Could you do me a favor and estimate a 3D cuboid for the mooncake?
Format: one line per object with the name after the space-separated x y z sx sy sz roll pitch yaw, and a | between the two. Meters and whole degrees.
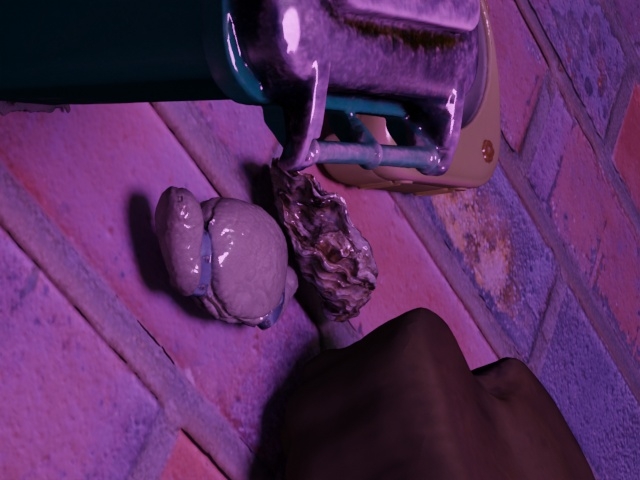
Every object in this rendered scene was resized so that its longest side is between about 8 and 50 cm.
0.121 0.242 1.405 0.351 0.187 0.351 47 23 -27 | mooncake

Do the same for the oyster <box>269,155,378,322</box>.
0.000 0.000 1.392 0.064 0.125 0.177 -31 100 -6 | oyster

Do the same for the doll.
-0.074 0.017 1.300 0.214 0.071 0.103 35 53 -59 | doll

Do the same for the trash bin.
-0.098 -0.180 1.020 0.259 0.381 0.295 -2 89 -54 | trash bin

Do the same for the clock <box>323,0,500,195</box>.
0.089 -0.203 1.543 0.235 0.096 0.308 5 82 -54 | clock
